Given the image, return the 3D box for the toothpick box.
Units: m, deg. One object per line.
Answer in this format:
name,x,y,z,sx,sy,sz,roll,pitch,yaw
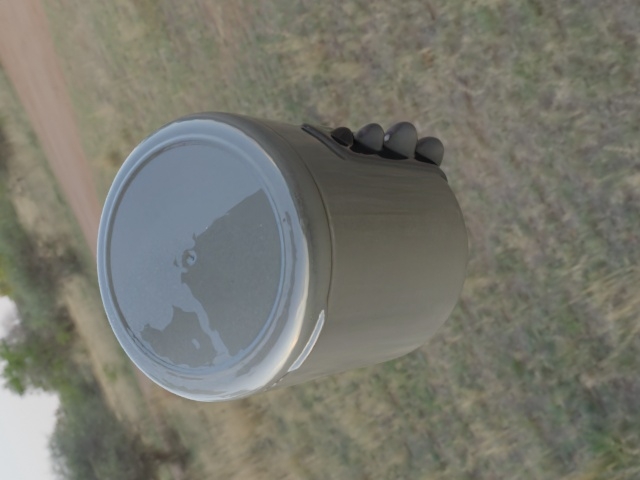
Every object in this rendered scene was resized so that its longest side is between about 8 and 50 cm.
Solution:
toothpick box,0.000,0.000,0.832,0.229,0.316,0.229,1,92,34
